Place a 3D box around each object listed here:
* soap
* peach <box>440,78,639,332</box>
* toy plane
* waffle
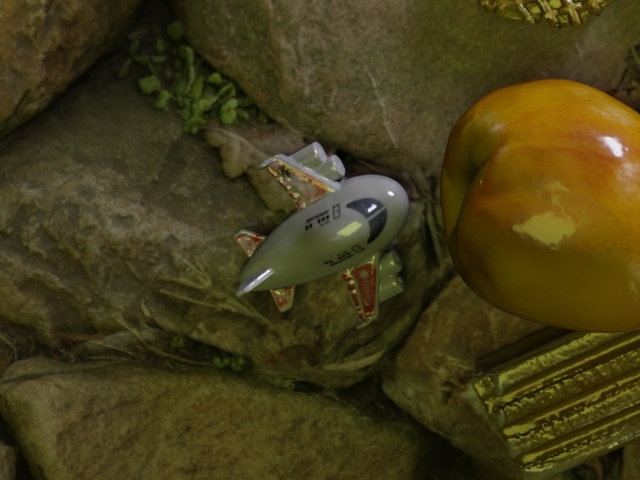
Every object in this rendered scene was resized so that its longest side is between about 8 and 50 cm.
[{"bbox_3d":[0.348,0.178,1.538,0.274,0.089,0.173,-27,99,19],"label":"soap"},{"bbox_3d":[0.293,-0.033,1.396,0.307,0.289,0.289,9,110,-13],"label":"peach"},{"bbox_3d":[0.001,-0.001,1.557,0.252,0.118,0.252,3,107,10],"label":"toy plane"},{"bbox_3d":[0.266,-0.329,1.426,0.194,0.051,0.149,13,109,15],"label":"waffle"}]
